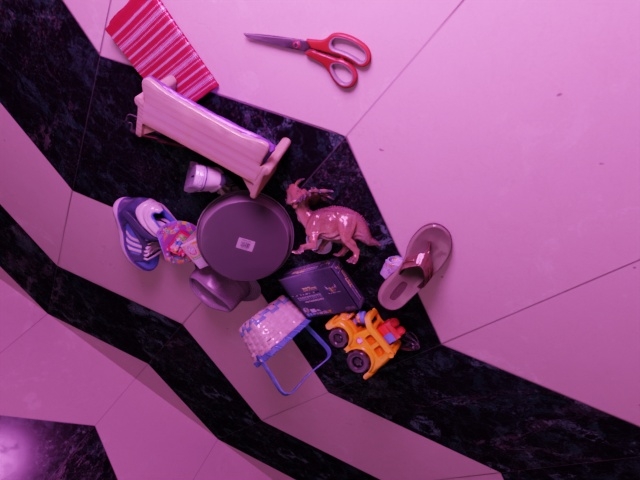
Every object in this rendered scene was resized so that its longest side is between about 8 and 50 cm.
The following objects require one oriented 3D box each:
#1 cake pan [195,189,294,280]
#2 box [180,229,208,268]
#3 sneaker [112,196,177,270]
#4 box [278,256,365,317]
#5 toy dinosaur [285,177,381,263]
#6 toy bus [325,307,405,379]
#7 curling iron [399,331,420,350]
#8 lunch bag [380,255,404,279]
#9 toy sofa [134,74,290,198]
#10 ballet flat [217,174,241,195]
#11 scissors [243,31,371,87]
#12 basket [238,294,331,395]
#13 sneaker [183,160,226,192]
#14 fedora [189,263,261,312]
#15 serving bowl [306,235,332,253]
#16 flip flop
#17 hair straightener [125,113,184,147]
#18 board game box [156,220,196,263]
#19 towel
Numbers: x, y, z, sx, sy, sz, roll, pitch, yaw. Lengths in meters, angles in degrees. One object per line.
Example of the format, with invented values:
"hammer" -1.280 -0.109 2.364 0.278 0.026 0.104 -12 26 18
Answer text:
"cake pan" -0.223 -0.002 1.229 0.294 0.054 0.292 -3 111 -7
"box" -0.336 -0.002 1.345 0.203 0.114 0.103 -21 115 32
"sneaker" -0.600 -0.004 1.487 0.237 0.130 0.322 11 125 26
"box" 0.002 0.159 1.349 0.233 0.059 0.183 -17 116 37
"toy dinosaur" 0.034 -0.053 1.124 0.296 0.127 0.200 10 96 0
"toy bus" 0.158 0.294 1.322 0.211 0.149 0.220 -44 80 25
"curling iron" 0.211 0.343 1.409 0.274 0.035 0.068 -8 104 37
"lunch bag" 0.219 0.082 1.173 0.084 0.053 0.071 16 133 1
"toy sofa" -0.265 -0.283 1.042 0.363 0.150 0.177 28 135 -3
"ballet flat" -0.248 -0.114 1.253 0.188 0.070 0.070 42 134 -9
"scissors" -0.032 -0.436 0.903 0.297 0.021 0.108 29 137 5
"basket" -0.121 0.360 1.457 0.289 0.255 0.201 49 134 11
"sneaker" -0.333 -0.172 1.184 0.092 0.258 0.094 12 97 -26
"fedora" -0.368 0.170 1.502 0.276 0.124 0.244 39 141 -7
"serving bowl" 0.000 0.000 1.239 0.084 0.027 0.083 15 132 18
"flip flop" 0.249 0.080 1.088 0.112 0.080 0.277 35 107 -3
"hair straightener" -0.488 -0.338 1.218 0.231 0.047 0.088 17 133 21
"board game box" -0.482 0.015 1.418 0.134 0.033 0.168 -12 121 -9
"towel" -0.407 -0.478 1.061 0.199 0.031 0.274 -18 118 35
